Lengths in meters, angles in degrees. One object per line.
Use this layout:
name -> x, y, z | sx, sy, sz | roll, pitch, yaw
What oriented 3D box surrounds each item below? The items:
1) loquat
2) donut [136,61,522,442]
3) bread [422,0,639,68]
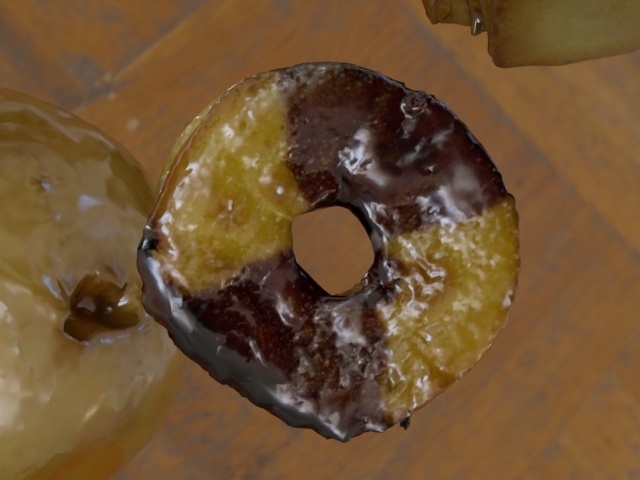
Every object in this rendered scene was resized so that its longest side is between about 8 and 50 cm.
loquat -> -0.161, 0.031, 0.843 | 0.208, 0.208, 0.208 | 11, 64, -24
donut -> 0.000, 0.000, 0.674 | 0.140, 0.059, 0.140 | -3, 105, -13
bread -> 0.216, -0.241, 1.168 | 0.370, 0.314, 0.192 | 2, 50, 11
